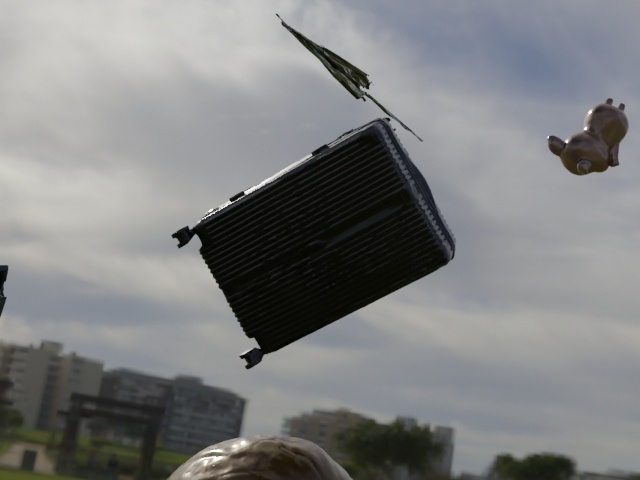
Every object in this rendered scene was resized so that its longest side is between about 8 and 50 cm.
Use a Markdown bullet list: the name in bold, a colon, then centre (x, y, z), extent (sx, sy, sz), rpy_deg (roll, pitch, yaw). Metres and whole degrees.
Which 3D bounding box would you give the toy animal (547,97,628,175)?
- **toy animal**: centre (0.421, -0.158, 1.595), extent (0.089, 0.150, 0.083), rpy_deg (47, -19, -22)

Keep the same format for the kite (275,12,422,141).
- **kite**: centre (0.051, -0.302, 1.922), extent (0.368, 0.014, 0.406), rpy_deg (41, 2, -2)

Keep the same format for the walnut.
- **walnut**: centre (-0.092, 0.476, 1.592), extent (0.398, 0.354, 0.308), rpy_deg (-30, -3, 41)

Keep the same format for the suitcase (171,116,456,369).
- **suitcase**: centre (0.000, 0.000, 1.448), extent (0.335, 0.229, 0.152), rpy_deg (-28, 5, 18)

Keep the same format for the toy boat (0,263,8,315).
- **toy boat**: centre (-0.427, 0.094, 1.272), extent (0.060, 0.141, 0.055), rpy_deg (27, 14, 34)
